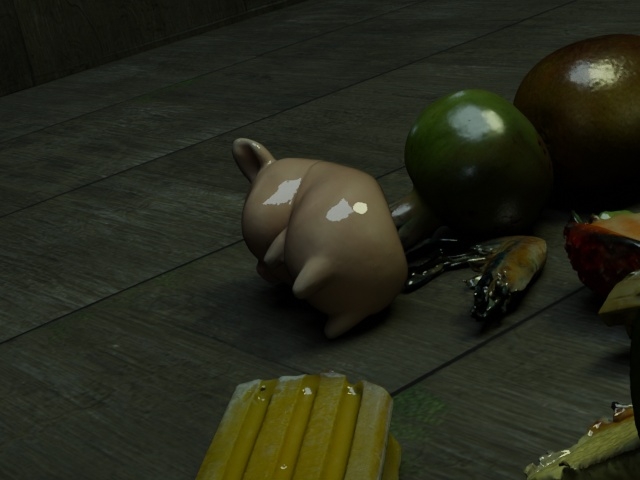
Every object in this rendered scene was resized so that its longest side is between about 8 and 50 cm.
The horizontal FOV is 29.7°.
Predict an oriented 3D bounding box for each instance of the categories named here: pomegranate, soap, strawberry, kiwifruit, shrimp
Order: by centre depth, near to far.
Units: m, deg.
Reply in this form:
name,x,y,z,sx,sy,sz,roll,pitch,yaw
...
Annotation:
name,x,y,z,sx,sy,sz,roll,pitch,yaw
soap,-0.016,0.177,0.899,0.140,0.073,0.232,-6,20,10
strawberry,0.310,0.019,1.142,0.192,0.085,0.140,11,21,36
shrimp,0.151,0.032,1.249,0.152,0.046,0.219,-3,17,20
pomegranate,0.157,-0.080,1.368,0.210,0.179,0.179,-16,20,-10
kiwifruit,0.349,-0.154,1.452,0.234,0.196,0.196,-14,18,-27

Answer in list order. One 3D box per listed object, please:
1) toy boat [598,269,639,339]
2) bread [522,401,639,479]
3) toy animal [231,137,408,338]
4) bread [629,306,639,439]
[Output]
name,x,y,z,sx,sy,sz,roll,pitch,yaw
toy boat,0.344,0.064,0.998,0.226,0.088,0.068,-2,-20,28
bread,0.257,0.106,0.847,0.240,0.135,0.178,-28,25,-33
toy animal,0.000,-0.011,1.284,0.154,0.166,0.250,-37,34,-10
bread,0.362,0.085,0.658,0.366,0.129,0.382,12,48,-2
